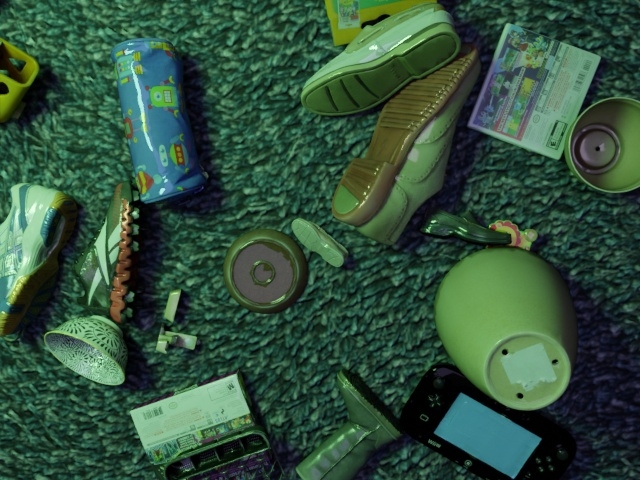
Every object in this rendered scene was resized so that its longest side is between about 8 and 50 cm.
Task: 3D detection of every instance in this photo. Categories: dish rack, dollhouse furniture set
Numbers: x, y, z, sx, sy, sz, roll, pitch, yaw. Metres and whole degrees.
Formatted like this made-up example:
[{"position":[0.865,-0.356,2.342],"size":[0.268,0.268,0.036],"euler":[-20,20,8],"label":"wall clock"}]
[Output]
[{"position":[-0.150,0.496,1.211],"size":[0.208,0.074,0.272],"euler":[-21,97,6],"label":"dish rack"},{"position":[-0.264,0.158,1.235],"size":[0.081,0.091,0.114],"euler":[14,92,-12],"label":"dollhouse furniture set"}]

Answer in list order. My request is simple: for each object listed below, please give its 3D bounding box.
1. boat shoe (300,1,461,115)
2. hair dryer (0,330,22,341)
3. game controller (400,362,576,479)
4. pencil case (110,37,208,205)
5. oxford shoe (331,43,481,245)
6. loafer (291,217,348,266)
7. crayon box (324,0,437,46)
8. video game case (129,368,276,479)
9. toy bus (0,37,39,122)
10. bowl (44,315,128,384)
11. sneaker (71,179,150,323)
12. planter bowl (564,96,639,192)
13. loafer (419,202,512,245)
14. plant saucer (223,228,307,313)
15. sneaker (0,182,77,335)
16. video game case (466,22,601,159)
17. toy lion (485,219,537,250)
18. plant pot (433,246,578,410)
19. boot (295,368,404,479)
[{"position":[0.101,-0.326,1.158],"size":[0.302,0.113,0.103],"euler":[-20,56,18],"label":"boat shoe"},{"position":[-0.724,0.074,1.272],"size":[0.223,0.080,0.294],"euler":[-12,99,-11],"label":"hair dryer"},{"position":[0.315,0.365,1.209],"size":[0.319,0.067,0.167],"euler":[30,96,2],"label":"game controller"},{"position":[-0.295,-0.216,1.182],"size":[0.133,0.119,0.306],"euler":[-13,93,-25],"label":"pencil case"},{"position":[0.179,-0.175,1.169],"size":[0.146,0.140,0.397],"euler":[35,91,-31],"label":"oxford shoe"},{"position":[0.000,0.000,1.224],"size":[0.125,0.039,0.045],"euler":[41,129,3],"label":"loafer"},{"position":[0.089,-0.515,1.092],"size":[0.203,0.083,0.323],"euler":[-10,136,4],"label":"crayon box"},{"position":[-0.231,0.391,1.260],"size":[0.232,0.042,0.210],"euler":[-21,94,5],"label":"video game case"},{"position":[-0.613,-0.277,1.205],"size":[0.104,0.202,0.191],"euler":[30,89,-29],"label":"toy bus"},{"position":[-0.434,0.198,1.229],"size":[0.170,0.170,0.080],"euler":[25,52,2],"label":"bowl"},{"position":[-0.404,0.018,1.218],"size":[0.135,0.097,0.276],"euler":[8,96,1],"label":"sneaker"},{"position":[0.508,-0.165,1.135],"size":[0.162,0.109,0.162],"euler":[0,93,4],"label":"planter bowl"},{"position":[0.272,-0.028,1.181],"size":[0.170,0.062,0.061],"euler":[12,85,10],"label":"loafer"},{"position":[-0.109,0.061,1.236],"size":[0.168,0.029,0.169],"euler":[0,95,5],"label":"plant saucer"},{"position":[-0.583,0.033,1.238],"size":[0.131,0.112,0.297],"euler":[21,87,11],"label":"sneaker"},{"position":[0.393,-0.274,1.179],"size":[0.183,0.023,0.201],"euler":[21,96,2],"label":"video game case"},{"position":[0.355,0.011,1.200],"size":[0.096,0.034,0.100],"euler":[4,95,11],"label":"toy lion"},{"position":[0.323,0.163,1.072],"size":[0.256,0.274,0.257],"euler":[2,102,8],"label":"plant pot"},{"position":[0.033,0.379,1.235],"size":[0.208,0.076,0.190],"euler":[-41,88,13],"label":"boot"}]
